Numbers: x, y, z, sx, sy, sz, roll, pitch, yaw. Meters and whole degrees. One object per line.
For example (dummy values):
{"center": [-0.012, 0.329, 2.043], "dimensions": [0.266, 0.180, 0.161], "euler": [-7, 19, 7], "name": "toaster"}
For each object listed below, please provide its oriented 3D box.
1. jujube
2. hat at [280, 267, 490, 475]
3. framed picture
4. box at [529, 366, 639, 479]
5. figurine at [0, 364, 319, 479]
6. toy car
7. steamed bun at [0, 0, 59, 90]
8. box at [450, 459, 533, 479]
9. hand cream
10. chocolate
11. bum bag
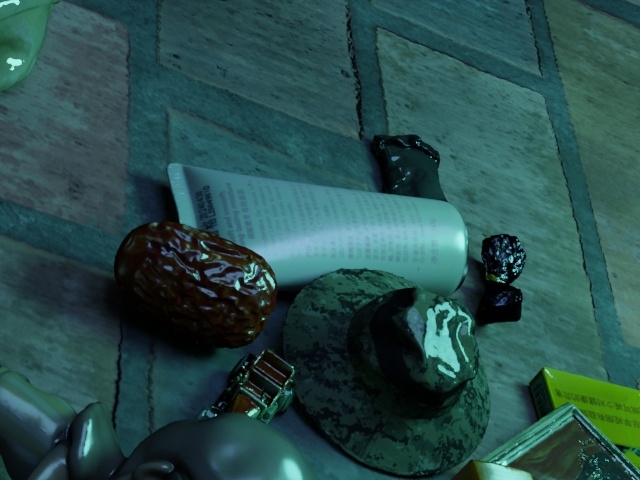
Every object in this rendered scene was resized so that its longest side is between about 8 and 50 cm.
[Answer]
{"center": [-0.134, 0.045, 1.895], "dimensions": [0.176, 0.109, 0.112], "euler": [24, 69, -14], "name": "jujube"}
{"center": [0.101, 0.122, 1.939], "dimensions": [0.265, 0.128, 0.266], "euler": [13, 61, -25], "name": "hat"}
{"center": [0.319, 0.307, 1.978], "dimensions": [0.273, 0.016, 0.216], "euler": [46, 38, 16], "name": "framed picture"}
{"center": [0.343, 0.274, 2.079], "dimensions": [0.153, 0.041, 0.279], "euler": [15, 41, -25], "name": "box"}
{"center": [-0.151, 0.231, 1.610], "dimensions": [0.380, 0.248, 0.203], "euler": [28, 54, 9], "name": "figurine"}
{"center": [-0.076, 0.170, 1.853], "dimensions": [0.073, 0.054, 0.143], "euler": [36, 35, 3], "name": "toy car"}
{"center": [-0.408, -0.326, 2.025], "dimensions": [0.268, 0.207, 0.280], "euler": [21, 40, -19], "name": "steamed bun"}
{"center": [0.108, 0.348, 1.607], "dimensions": [0.076, 0.274, 0.174], "euler": [14, 41, -32], "name": "box"}
{"center": [0.000, 0.000, 2.078], "dimensions": [0.358, 0.118, 0.186], "euler": [6, 50, -24], "name": "hand cream"}
{"center": [0.220, 0.052, 2.213], "dimensions": [0.070, 0.072, 0.147], "euler": [28, 30, -4], "name": "chocolate"}
{"center": [0.124, -0.073, 2.293], "dimensions": [0.087, 0.049, 0.198], "euler": [10, 43, -23], "name": "bum bag"}
